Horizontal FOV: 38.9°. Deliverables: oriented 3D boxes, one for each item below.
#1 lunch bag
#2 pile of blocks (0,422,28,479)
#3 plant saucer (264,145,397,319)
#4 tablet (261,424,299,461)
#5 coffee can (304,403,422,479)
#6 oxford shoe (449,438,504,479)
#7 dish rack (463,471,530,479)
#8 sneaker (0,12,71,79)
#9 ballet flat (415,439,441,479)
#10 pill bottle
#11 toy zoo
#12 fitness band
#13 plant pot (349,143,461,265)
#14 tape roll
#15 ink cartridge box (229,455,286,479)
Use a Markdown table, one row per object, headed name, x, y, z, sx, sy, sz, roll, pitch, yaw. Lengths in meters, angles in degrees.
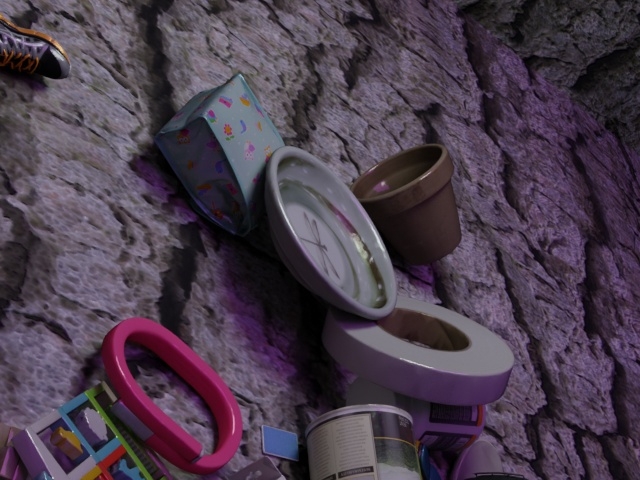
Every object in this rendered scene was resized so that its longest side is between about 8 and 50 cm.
| name | x | y | z | sx | sy | sz | roll | pitch | yaw |
| --- | --- | --- | --- | --- | --- | --- | --- | --- | --- |
| lunch bag | -0.181 | -0.164 | 1.820 | 0.262 | 0.160 | 0.223 | 60 | 31 | -23 |
| pile of blocks | -0.488 | 0.306 | 1.091 | 0.362 | 0.112 | 0.149 | -41 | 109 | -55 |
| plant saucer | 0.000 | 0.000 | 1.831 | 0.400 | 0.100 | 0.400 | 44 | 25 | -27 |
| tablet | -0.073 | 0.366 | 1.636 | 0.083 | 0.006 | 0.054 | 24 | 44 | -36 |
| coffee can | 0.083 | 0.452 | 1.573 | 0.201 | 0.201 | 0.275 | 23 | 45 | -36 |
| oxford shoe | 0.336 | 0.581 | 1.820 | 0.169 | 0.130 | 0.449 | 41 | 36 | -15 |
| dish rack | 0.288 | 0.538 | 1.699 | 0.074 | 0.208 | 0.271 | 55 | 48 | -26 |
| sneaker | -0.553 | -0.341 | 1.625 | 0.214 | 0.084 | 0.083 | 25 | 46 | -21 |
| ballet flat | 0.188 | 0.461 | 1.778 | 0.231 | 0.077 | 0.077 | 66 | 28 | -44 |
| pill bottle | 0.193 | 0.340 | 1.825 | 0.278 | 0.162 | 0.162 | 15 | 50 | -42 |
| toy zoo | -0.321 | 0.318 | 1.276 | 0.192 | 0.030 | 0.293 | 54 | 12 | 1 |
| fitness band | -0.239 | 0.248 | 1.469 | 0.291 | 0.054 | 0.209 | 47 | 24 | -16 |
| plant pot | 0.229 | -0.071 | 2.171 | 0.229 | 0.263 | 0.263 | 61 | 32 | -19 |
| tape roll | 0.193 | 0.208 | 1.824 | 0.391 | 0.072 | 0.392 | 14 | 16 | -4 |
| ink cartridge box | -0.080 | 0.459 | 1.456 | 0.198 | 0.115 | 0.067 | 56 | 35 | 5 |
